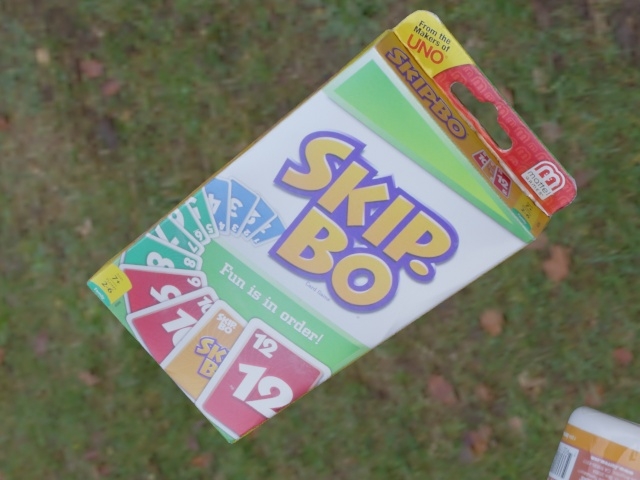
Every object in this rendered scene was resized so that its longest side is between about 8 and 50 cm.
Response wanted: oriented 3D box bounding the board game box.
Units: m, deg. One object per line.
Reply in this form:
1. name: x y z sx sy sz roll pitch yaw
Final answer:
1. board game box: 0.000 0.000 0.853 0.259 0.039 0.124 -37 97 32

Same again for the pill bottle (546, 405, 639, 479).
1. pill bottle: 0.185 0.225 1.052 0.121 0.121 0.216 18 88 39
